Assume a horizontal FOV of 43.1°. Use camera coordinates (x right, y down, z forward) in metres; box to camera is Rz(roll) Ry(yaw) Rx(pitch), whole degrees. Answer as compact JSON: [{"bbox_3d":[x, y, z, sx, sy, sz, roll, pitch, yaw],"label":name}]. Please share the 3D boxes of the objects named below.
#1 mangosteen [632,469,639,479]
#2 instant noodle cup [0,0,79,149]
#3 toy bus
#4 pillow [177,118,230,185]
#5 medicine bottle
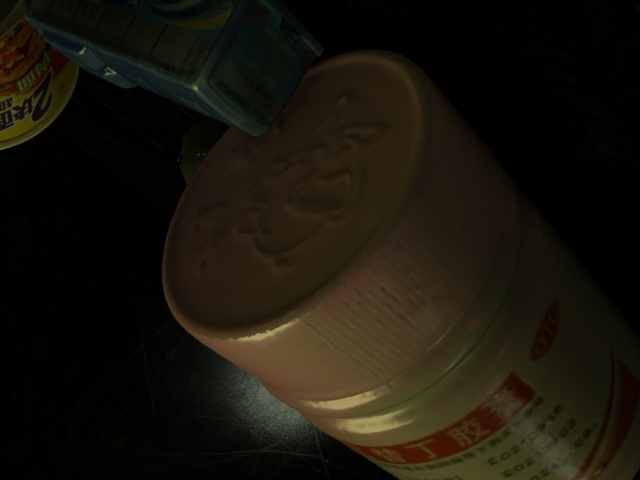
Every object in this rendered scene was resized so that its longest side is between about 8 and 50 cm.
[{"bbox_3d":[0.225,0.174,0.688,0.231,0.231,0.289,86,161,-79],"label":"mangosteen"},{"bbox_3d":[-0.335,-0.206,0.741,0.213,0.213,0.174,35,163,-2],"label":"instant noodle cup"},{"bbox_3d":[-0.107,-0.143,0.522,0.236,0.094,0.079,27,168,41],"label":"toy bus"},{"bbox_3d":[0.000,0.000,0.894,0.228,0.101,0.326,24,168,37],"label":"pillow"},{"bbox_3d":[0.072,0.051,0.540,0.316,0.202,0.202,41,170,-36],"label":"medicine bottle"}]
